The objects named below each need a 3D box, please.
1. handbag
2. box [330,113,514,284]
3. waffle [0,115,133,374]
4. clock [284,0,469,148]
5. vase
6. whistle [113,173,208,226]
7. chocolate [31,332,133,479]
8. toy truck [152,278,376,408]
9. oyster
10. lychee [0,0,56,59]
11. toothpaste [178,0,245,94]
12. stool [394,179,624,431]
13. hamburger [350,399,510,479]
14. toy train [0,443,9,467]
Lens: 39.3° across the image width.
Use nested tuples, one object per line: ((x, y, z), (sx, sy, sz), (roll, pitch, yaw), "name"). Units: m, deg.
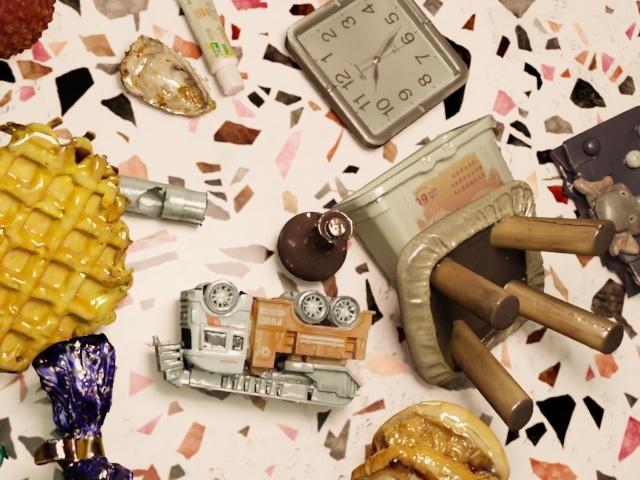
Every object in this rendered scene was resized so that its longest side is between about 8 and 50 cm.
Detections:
((0.598, -0.075, 1.713), (0.269, 0.118, 0.325), (-26, 83, -21), "handbag")
((0.201, -0.065, 1.561), (0.312, 0.175, 0.182), (-34, 97, -22), "box")
((-0.451, 0.018, 1.274), (0.380, 0.095, 0.382), (-15, 122, -21), "waffle")
((0.106, -0.336, 1.658), (0.279, 0.049, 0.273), (-37, 88, -23), "clock")
((0.000, 0.000, 1.461), (0.120, 0.183, 0.120), (4, 75, -17), "vase")
((-0.337, -0.080, 1.442), (0.312, 0.062, 0.062), (11, 73, -14), "whistle")
((-0.328, 0.311, 1.274), (0.148, 0.126, 0.343), (-9, 67, -21), "chocolate")
((-0.095, 0.163, 1.419), (0.338, 0.133, 0.184), (8, 83, -18), "toy truck")
((-0.255, -0.272, 1.524), (0.177, 0.056, 0.105), (22, 82, -10), "oyster")
((-0.544, -0.413, 1.361), (0.304, 0.276, 0.275), (49, 63, -36), "lychee")
((-0.211, -0.402, 1.576), (0.056, 0.058, 0.314), (-28, 78, 22), "toothpaste")
((0.309, 0.103, 1.447), (0.310, 0.226, 0.310), (-32, 128, -21), "stool")
((0.172, 0.376, 1.401), (0.244, 0.244, 0.163), (34, 47, -6), "hamburger")
((-0.529, 0.270, 1.217), (0.163, 0.203, 0.112), (-26, 43, -36), "toy train")
